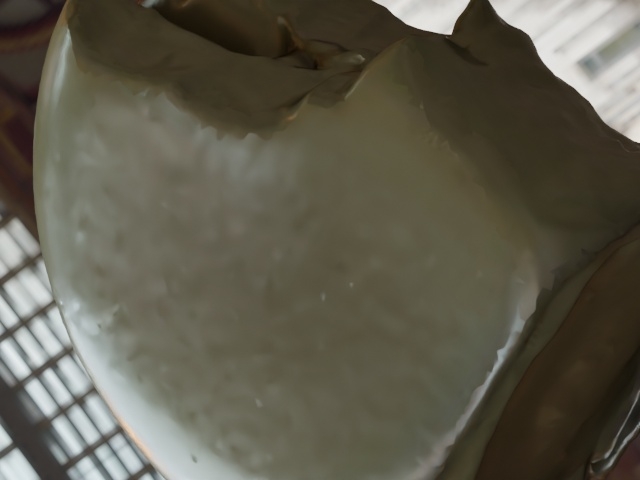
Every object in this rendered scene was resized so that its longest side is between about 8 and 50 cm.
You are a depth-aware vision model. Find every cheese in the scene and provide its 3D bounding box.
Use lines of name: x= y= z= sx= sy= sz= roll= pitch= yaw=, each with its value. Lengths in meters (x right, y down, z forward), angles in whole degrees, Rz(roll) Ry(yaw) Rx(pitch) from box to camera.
cheese: x=0.000 y=0.000 z=0.514 sx=0.202 sy=0.175 sz=0.091 roll=39 pitch=-151 yaw=17
